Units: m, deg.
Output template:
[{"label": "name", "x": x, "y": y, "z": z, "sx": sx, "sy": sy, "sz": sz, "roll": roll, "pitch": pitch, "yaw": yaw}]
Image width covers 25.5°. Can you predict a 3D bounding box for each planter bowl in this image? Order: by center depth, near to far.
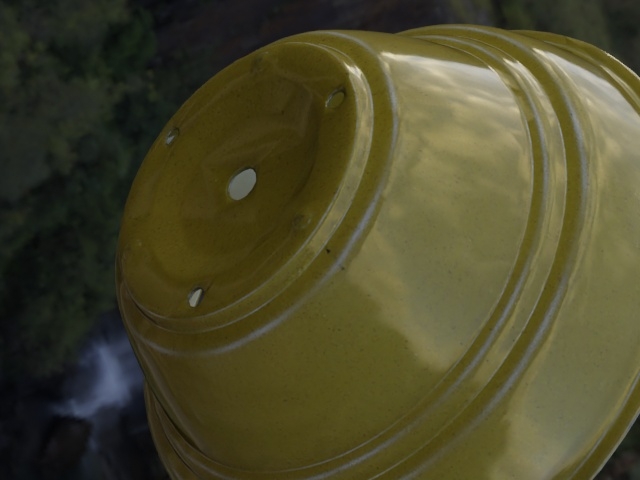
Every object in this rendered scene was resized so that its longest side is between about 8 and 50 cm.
[{"label": "planter bowl", "x": 0.000, "y": 0.000, "z": 0.454, "sx": 0.090, "sy": 0.217, "sz": 0.217, "roll": 37, "pitch": 29, "yaw": -39}]
